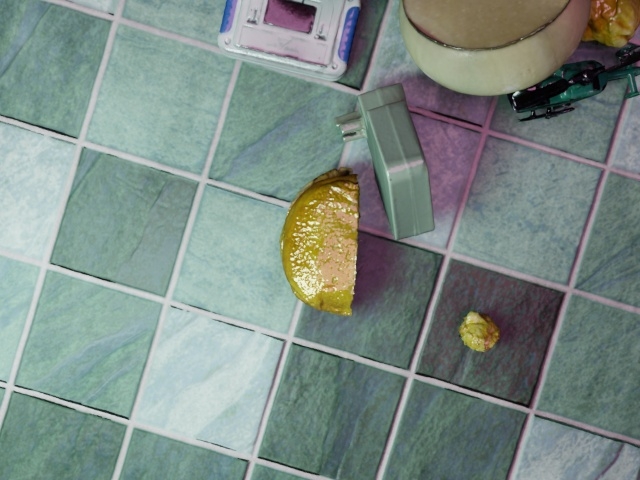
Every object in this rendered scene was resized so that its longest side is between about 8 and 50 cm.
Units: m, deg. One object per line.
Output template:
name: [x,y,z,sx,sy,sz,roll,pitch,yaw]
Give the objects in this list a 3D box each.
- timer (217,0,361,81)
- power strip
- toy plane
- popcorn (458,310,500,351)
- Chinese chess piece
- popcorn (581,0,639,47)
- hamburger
timer: [-0.059,-0.414,1.640,0.253,0.078,0.178,12,91,0]
power strip: [0.115,-0.157,1.584,0.141,0.229,0.261,-14,58,1]
toy plane: [0.491,-0.297,1.614,0.381,0.155,0.106,-11,91,-17]
popcorn: [0.297,0.179,1.668,0.084,0.084,0.084,0,92,0]
Chinese chess piece: [0.307,-0.420,1.540,0.338,0.140,0.338,-9,58,15]
popcorn: [0.529,-0.441,1.612,0.148,0.152,0.167,14,56,-30]
hamburger: [0.000,0.000,1.624,0.156,0.144,0.283,2,87,6]
